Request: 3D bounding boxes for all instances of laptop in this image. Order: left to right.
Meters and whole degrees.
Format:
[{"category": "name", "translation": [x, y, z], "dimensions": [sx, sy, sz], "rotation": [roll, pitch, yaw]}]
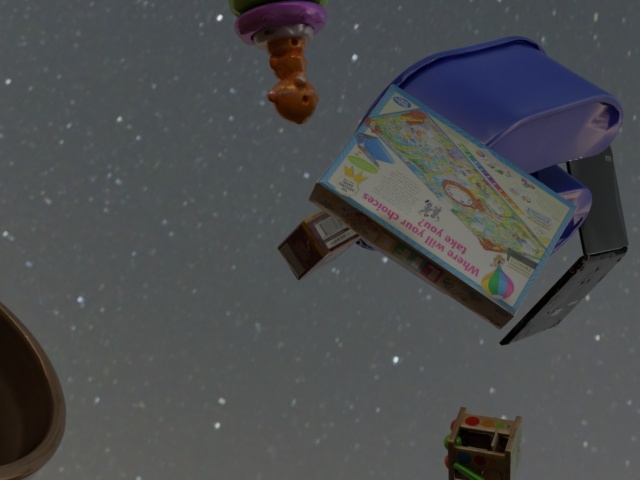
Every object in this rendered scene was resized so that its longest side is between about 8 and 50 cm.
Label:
[{"category": "laptop", "translation": [0.337, 0.001, 1.519], "dimensions": [0.136, 0.234, 0.264], "rotation": [47, -67, 20]}]

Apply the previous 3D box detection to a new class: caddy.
[{"category": "caddy", "translation": [0.167, -0.090, 1.179], "dimensions": [0.179, 0.341, 0.241], "rotation": [38, -49, 33]}]

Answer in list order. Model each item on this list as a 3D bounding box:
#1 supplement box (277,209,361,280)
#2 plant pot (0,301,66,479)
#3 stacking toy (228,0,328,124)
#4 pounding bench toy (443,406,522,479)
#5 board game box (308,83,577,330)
[{"category": "supplement box", "translation": [0.000, 0.000, 1.081], "dimensions": [0.043, 0.055, 0.083], "rotation": [57, -27, 6]}, {"category": "plant pot", "translation": [-0.369, 0.163, 0.841], "dimensions": [0.263, 0.263, 0.229], "rotation": [36, -73, -10]}, {"category": "stacking toy", "translation": [-0.045, -0.276, 1.204], "dimensions": [0.166, 0.175, 0.301], "rotation": [-15, -99, 53]}, {"category": "pounding bench toy", "translation": [0.143, 0.200, 0.976], "dimensions": [0.065, 0.083, 0.052], "rotation": [7, -59, 19]}, {"category": "board game box", "translation": [0.084, -0.025, 0.723], "dimensions": [0.154, 0.103, 0.026], "rotation": [35, -30, 4]}]
